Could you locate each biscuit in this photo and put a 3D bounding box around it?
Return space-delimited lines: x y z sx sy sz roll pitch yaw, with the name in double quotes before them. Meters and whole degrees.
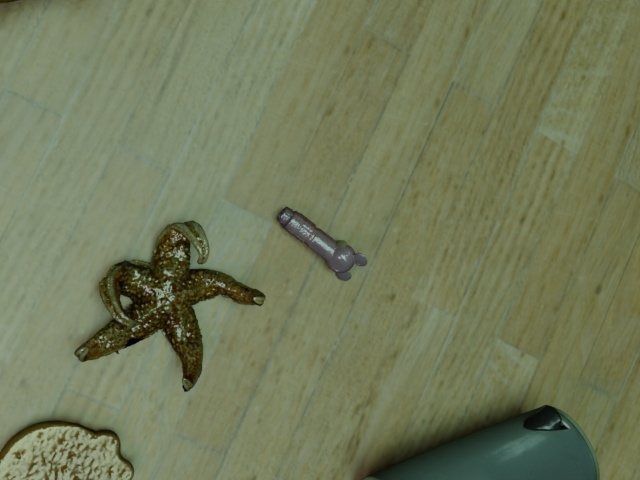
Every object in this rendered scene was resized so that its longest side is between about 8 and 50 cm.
"biscuit" -0.294 0.275 0.970 0.166 0.036 0.225 40 76 -15

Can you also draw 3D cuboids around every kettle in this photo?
"kettle" 0.190 0.309 1.084 0.243 0.160 0.211 -21 115 -23

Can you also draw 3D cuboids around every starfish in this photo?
"starfish" -0.160 0.077 0.993 0.190 0.074 0.146 -38 100 -15

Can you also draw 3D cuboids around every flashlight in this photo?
"flashlight" 0.000 0.000 1.070 0.110 0.052 0.031 38 43 -9

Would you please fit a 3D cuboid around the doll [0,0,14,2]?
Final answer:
"doll" -0.264 -0.285 0.954 0.209 0.097 0.137 -14 56 -25
